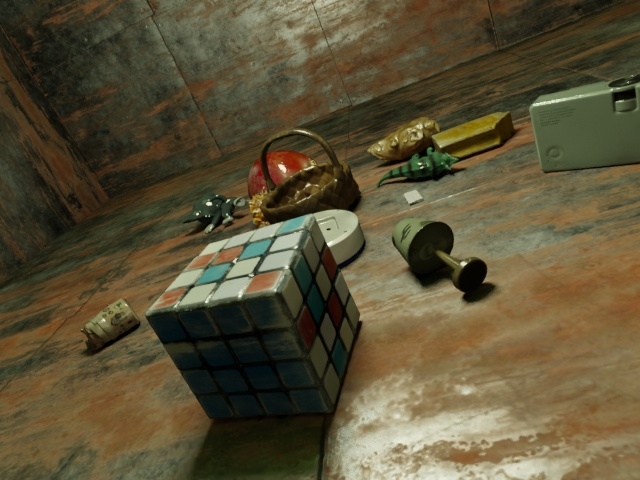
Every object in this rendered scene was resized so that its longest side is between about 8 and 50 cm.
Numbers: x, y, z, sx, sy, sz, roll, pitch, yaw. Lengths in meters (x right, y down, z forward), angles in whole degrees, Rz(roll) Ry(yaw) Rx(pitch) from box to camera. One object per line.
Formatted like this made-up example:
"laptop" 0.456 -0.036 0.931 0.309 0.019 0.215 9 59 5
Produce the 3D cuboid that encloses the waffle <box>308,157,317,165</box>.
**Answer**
"waffle" 0.019 -0.257 1.736 0.098 0.152 0.023 -21 -10 13

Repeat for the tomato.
"tomato" -0.178 -0.275 1.840 0.309 0.170 0.309 -39 11 9

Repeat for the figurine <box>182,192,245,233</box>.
"figurine" -0.429 -0.123 1.871 0.265 0.140 0.193 -19 36 49

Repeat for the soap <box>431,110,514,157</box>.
"soap" 0.515 -0.349 1.537 0.258 0.080 0.160 -19 24 10

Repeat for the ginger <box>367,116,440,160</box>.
"ginger" 0.314 -0.360 1.697 0.270 0.123 0.219 -29 4 2

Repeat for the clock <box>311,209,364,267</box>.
"clock" 0.000 0.000 1.245 0.231 0.083 0.230 -16 29 9

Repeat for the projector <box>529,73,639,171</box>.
"projector" 0.663 -0.281 1.112 0.257 0.191 0.099 -1 33 43

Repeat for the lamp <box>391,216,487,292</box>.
"lamp" 0.239 0.024 0.948 0.121 0.121 0.215 -28 33 -12

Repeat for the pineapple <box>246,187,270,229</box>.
"pineapple" -0.203 -0.113 1.630 0.080 0.135 0.233 -22 24 5

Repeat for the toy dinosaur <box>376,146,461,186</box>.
"toy dinosaur" 0.317 -0.241 1.499 0.292 0.079 0.120 -3 29 46

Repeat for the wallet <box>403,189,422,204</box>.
"wallet" 0.276 -0.129 1.373 0.044 0.011 0.083 -20 23 6

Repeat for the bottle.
"bottle" -0.601 0.237 1.299 0.152 0.098 0.099 -36 26 -19

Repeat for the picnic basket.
"picnic basket" -0.060 -0.204 1.466 0.293 0.337 0.337 -8 28 32

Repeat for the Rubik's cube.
"Rubik's cube" -0.102 0.139 0.835 0.259 0.256 0.253 -12 26 23
